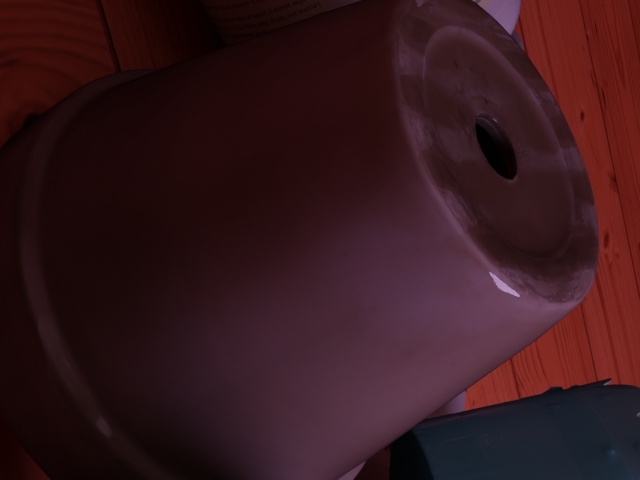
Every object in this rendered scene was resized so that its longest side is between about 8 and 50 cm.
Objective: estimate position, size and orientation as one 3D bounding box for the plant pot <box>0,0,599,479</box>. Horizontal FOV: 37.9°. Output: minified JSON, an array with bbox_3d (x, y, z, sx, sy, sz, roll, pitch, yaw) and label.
[{"bbox_3d":[0.000,0.000,0.570,0.323,0.280,0.323,28,49,-38],"label":"plant pot"}]

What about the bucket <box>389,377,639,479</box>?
[{"bbox_3d":[0.165,0.252,0.722,0.281,0.183,0.281,176,-90,-84],"label":"bucket"}]

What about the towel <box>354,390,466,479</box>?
[{"bbox_3d":[0.075,0.171,0.894,0.237,0.037,0.329,31,59,-52],"label":"towel"}]

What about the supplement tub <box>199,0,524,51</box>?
[{"bbox_3d":[0.015,-0.229,0.727,0.324,0.235,0.235,60,42,-28],"label":"supplement tub"}]
